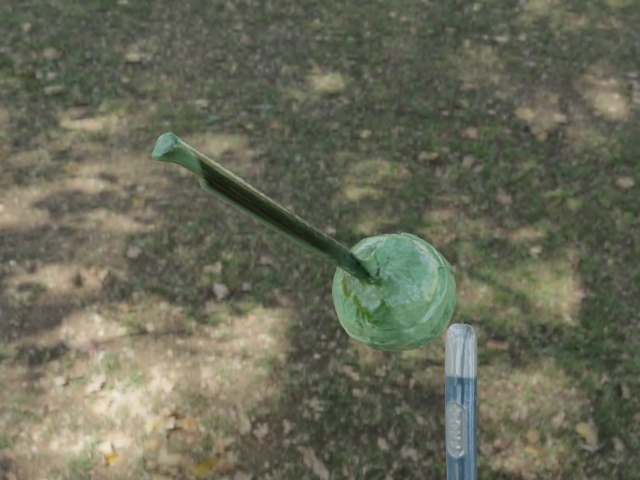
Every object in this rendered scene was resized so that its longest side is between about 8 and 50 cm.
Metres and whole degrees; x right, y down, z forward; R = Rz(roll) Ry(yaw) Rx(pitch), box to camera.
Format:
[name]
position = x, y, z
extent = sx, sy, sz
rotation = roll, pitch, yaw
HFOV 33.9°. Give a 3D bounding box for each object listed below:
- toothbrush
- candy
[toothbrush]
position = 0.083, 0.184, 0.617
extent = 0.019, 0.275, 0.025
rotation = 4, 11, 38
[candy]
position = 0.000, 0.000, 0.894
extent = 0.119, 0.440, 0.119
rotation = -11, 66, 26
